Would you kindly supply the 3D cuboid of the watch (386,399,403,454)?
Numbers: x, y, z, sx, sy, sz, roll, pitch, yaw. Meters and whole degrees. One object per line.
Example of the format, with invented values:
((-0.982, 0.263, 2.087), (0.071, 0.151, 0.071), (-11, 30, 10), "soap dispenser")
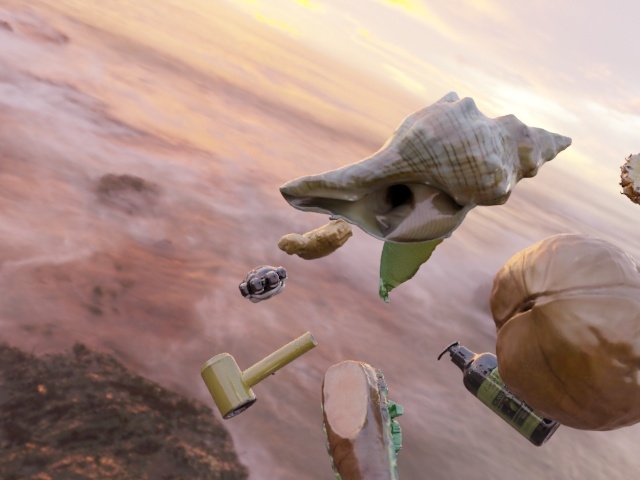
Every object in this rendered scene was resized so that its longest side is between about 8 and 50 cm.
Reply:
((0.128, 0.500, 1.892), (0.152, 0.165, 0.131), (8, -23, -19), "watch")

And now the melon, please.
((0.180, 0.011, 1.396), (0.114, 0.262, 0.053), (36, 28, 20), "melon")

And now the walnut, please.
((0.487, 0.166, 1.314), (0.307, 0.354, 0.397), (-13, -23, 38), "walnut")

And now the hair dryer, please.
((-0.139, 0.293, 1.701), (0.135, 0.278, 0.090), (58, -3, 20), "hair dryer")

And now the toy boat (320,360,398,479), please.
((0.056, 0.273, 1.001), (0.099, 0.108, 0.293), (59, 11, -34), "toy boat")

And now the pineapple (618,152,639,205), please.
((0.914, -0.160, 1.944), (0.221, 0.221, 0.047), (27, -27, 5), "pineapple")

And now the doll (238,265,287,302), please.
((-0.108, 0.081, 1.347), (0.067, 0.091, 0.219), (65, -8, -2), "doll")

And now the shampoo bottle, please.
((0.386, 0.317, 1.553), (0.284, 0.101, 0.101), (39, 18, 29), "shampoo bottle")

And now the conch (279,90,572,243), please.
((0.148, -0.093, 0.994), (0.386, 0.203, 0.169), (-10, 15, 20), "conch")

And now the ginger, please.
((0.000, 0.008, 1.838), (0.081, 0.205, 0.115), (-78, 147, -46), "ginger")
